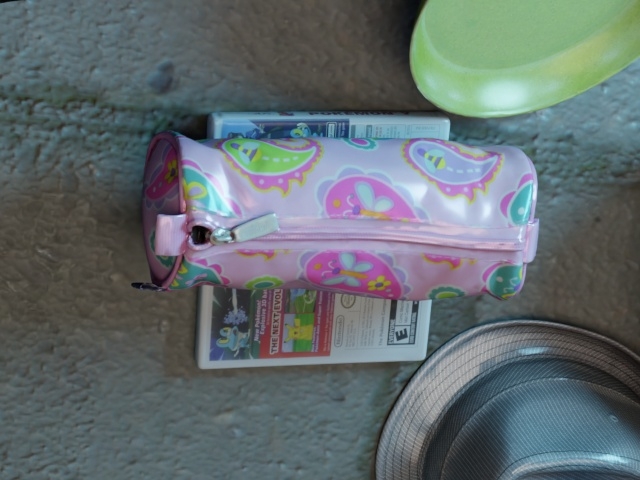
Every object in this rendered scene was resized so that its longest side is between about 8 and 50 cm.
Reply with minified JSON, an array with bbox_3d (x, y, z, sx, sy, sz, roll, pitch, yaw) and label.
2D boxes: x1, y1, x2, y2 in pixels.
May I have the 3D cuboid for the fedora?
[{"bbox_3d":[0.191,0.201,1.480,0.275,0.124,0.243,33,98,-24],"label":"fedora"}]

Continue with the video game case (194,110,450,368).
[{"bbox_3d":[0.000,0.000,1.405,0.183,0.023,0.201,-1,112,-15],"label":"video game case"}]

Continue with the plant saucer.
[{"bbox_3d":[0.167,-0.181,1.321,0.241,0.037,0.241,-19,148,-13],"label":"plant saucer"}]

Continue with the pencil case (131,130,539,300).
[{"bbox_3d":[0.011,-0.015,1.323,0.284,0.124,0.124,2,110,-17],"label":"pencil case"}]

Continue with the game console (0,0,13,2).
[{"bbox_3d":[-0.332,-0.238,1.134,0.173,0.250,0.293,-48,124,-40],"label":"game console"}]
